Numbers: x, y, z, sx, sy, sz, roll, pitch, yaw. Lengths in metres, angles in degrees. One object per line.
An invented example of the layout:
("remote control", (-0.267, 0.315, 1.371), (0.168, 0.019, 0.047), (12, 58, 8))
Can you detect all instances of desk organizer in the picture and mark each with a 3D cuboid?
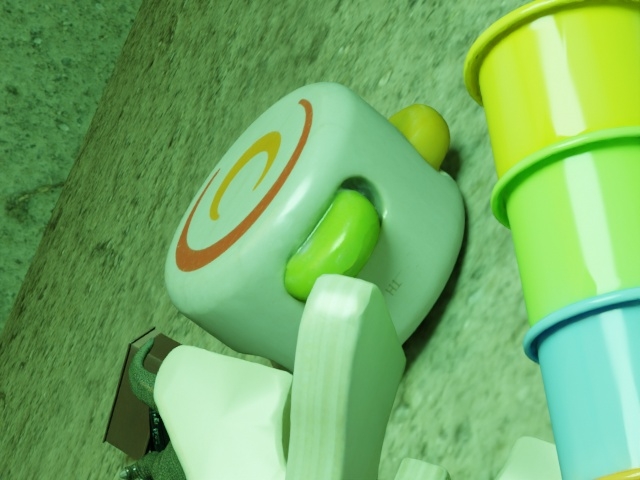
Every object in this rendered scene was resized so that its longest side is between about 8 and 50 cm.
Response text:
("desk organizer", (-0.178, 0.160, 1.183), (0.047, 0.050, 0.130), (-34, -32, -58))

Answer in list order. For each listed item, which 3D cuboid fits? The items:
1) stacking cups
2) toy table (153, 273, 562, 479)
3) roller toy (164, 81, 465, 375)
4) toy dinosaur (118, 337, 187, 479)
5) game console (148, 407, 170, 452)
("stacking cups", (0.117, 0.059, 0.423), (0.096, 0.096, 0.316), (-39, 47, 49))
("toy table", (0.007, 0.144, 0.510), (0.252, 0.274, 0.161), (84, -153, -59))
("roller toy", (0.000, 0.000, 0.807), (0.191, 0.146, 0.209), (-34, 28, 37))
("toy dinosaur", (-0.068, 0.183, 0.807), (0.160, 0.121, 0.314), (-44, 33, 27))
("game console", (-0.118, 0.193, 1.056), (0.122, 0.071, 0.107), (-123, 31, -67))
